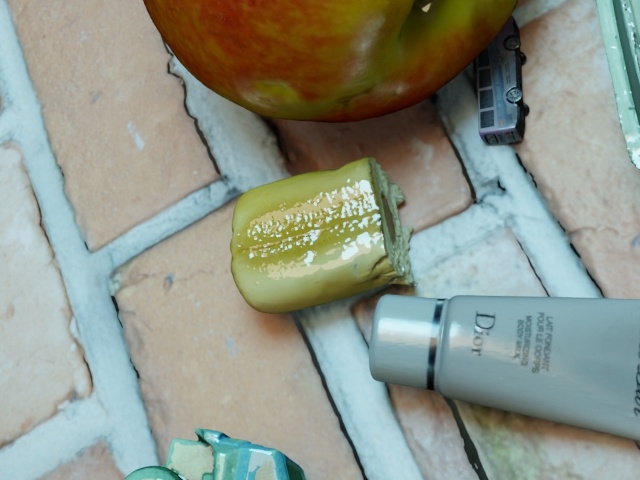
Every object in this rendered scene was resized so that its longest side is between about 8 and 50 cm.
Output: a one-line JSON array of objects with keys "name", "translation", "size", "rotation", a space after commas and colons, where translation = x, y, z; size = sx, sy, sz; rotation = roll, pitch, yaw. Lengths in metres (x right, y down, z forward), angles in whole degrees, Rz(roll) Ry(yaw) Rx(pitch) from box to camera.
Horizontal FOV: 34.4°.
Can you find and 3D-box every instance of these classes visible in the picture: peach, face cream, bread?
[{"name": "peach", "translation": [-0.002, -0.298, 0.989], "size": [0.388, 0.388, 0.389], "rotation": [-7, 66, 17]}, {"name": "face cream", "translation": [0.201, 0.104, 0.911], "size": [0.314, 0.089, 0.143], "rotation": [6, 71, 11]}, {"name": "bread", "translation": [0.000, 0.000, 1.016], "size": [0.173, 0.085, 0.134], "rotation": [-13, 68, 13]}]

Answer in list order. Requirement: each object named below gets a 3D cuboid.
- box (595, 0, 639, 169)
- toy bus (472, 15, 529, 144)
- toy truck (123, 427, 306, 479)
[{"name": "box", "translation": [0.363, -0.203, 0.921], "size": [0.220, 0.166, 0.291], "rotation": [-10, 65, 16]}, {"name": "toy bus", "translation": [0.182, -0.161, 1.046], "size": [0.052, 0.037, 0.131], "rotation": [-8, 67, 22]}, {"name": "toy truck", "translation": [-0.102, 0.309, 0.888], "size": [0.156, 0.155, 0.279], "rotation": [5, 70, 13]}]
